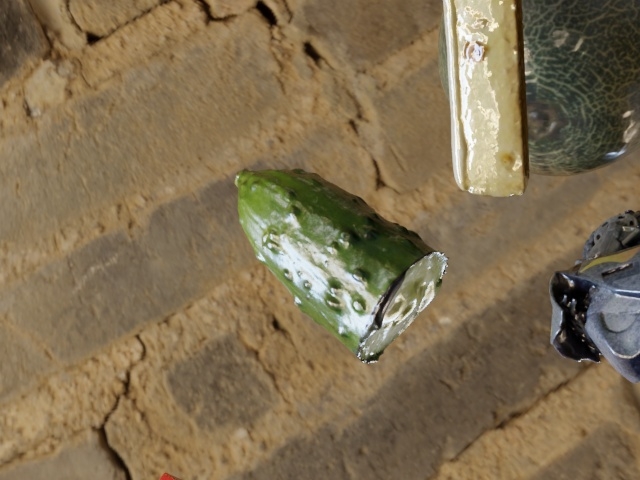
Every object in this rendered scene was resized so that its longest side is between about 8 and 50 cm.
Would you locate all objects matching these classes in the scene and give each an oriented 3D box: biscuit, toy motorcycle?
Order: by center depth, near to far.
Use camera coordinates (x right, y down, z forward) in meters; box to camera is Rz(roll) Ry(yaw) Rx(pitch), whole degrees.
[{"bbox_3d":[0.120,-0.125,0.688,0.056,0.052,0.188,-2,-75,17],"label":"biscuit"},{"bbox_3d":[0.306,0.068,0.849,0.173,0.307,0.108,-39,-64,0],"label":"toy motorcycle"}]

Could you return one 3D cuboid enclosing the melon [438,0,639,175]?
[{"bbox_3d":[0.235,-0.200,0.889,0.237,0.237,0.302,55,-138,-27],"label":"melon"}]

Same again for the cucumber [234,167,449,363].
[{"bbox_3d":[-0.001,-0.002,0.923,0.134,0.244,0.134,-39,-28,-26],"label":"cucumber"}]

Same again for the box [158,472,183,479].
[{"bbox_3d":[-0.093,0.296,0.943,0.048,0.152,0.100,-53,-25,-13],"label":"box"}]
